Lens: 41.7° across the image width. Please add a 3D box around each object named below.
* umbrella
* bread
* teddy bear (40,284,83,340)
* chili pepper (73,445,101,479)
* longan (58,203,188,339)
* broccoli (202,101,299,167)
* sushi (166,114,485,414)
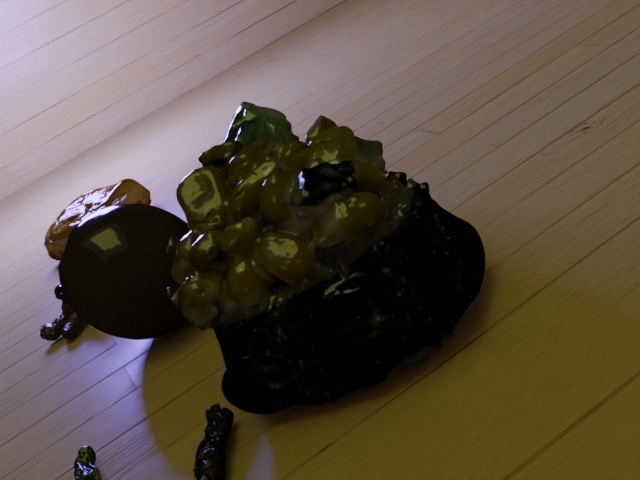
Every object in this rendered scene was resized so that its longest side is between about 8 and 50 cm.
[{"bbox_3d":[-0.122,0.239,0.952,0.037,0.040,0.144,-12,25,6],"label":"umbrella"},{"bbox_3d":[-0.534,-0.057,2.004,0.211,0.099,0.235,-14,26,32],"label":"bread"},{"bbox_3d":[-0.454,0.111,1.561,0.119,0.078,0.160,-7,69,38],"label":"teddy bear"},{"bbox_3d":[-0.294,0.292,1.056,0.030,0.034,0.091,1,12,-21],"label":"chili pepper"},{"bbox_3d":[-0.286,0.050,1.340,0.248,0.248,0.248,-24,22,10],"label":"longan"},{"bbox_3d":[-0.085,-0.099,1.405,0.295,0.245,0.265,24,32,34],"label":"broccoli"},{"bbox_3d":[0.000,0.000,1.010,0.329,0.285,0.328,-14,26,28],"label":"sushi"}]
